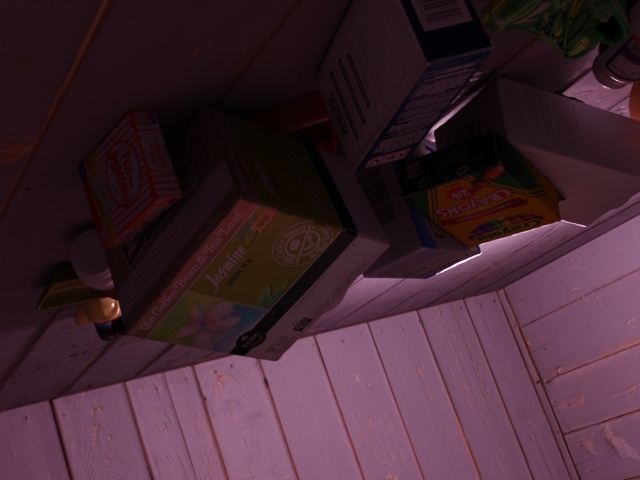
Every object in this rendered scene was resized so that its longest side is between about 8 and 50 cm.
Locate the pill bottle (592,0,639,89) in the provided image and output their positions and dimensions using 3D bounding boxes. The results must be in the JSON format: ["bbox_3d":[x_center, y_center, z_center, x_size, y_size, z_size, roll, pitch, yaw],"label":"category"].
[{"bbox_3d":[0.567,-0.350,1.725,0.108,0.108,0.193,-16,166,-15],"label":"pill bottle"}]

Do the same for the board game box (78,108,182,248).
[{"bbox_3d":[-0.295,-0.091,1.469,0.045,0.147,0.193,-7,161,-42],"label":"board game box"}]

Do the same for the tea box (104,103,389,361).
[{"bbox_3d":[-0.129,0.002,1.583,0.323,0.220,0.329,16,127,-39],"label":"tea box"}]

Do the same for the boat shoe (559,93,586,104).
[{"bbox_3d":[0.458,-0.208,2.120,0.095,0.112,0.335,-5,157,-31],"label":"boat shoe"}]

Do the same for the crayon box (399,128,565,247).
[{"bbox_3d":[0.317,-0.080,1.812,0.202,0.081,0.318,-19,149,32],"label":"crayon box"}]

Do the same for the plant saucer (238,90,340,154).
[{"bbox_3d":[-0.079,-0.165,1.687,0.259,0.048,0.258,-18,166,-2],"label":"plant saucer"}]

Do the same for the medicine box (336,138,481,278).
[{"bbox_3d":[0.168,-0.070,1.932,0.149,0.263,0.289,-26,165,28],"label":"medicine box"}]

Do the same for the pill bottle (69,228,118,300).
[{"bbox_3d":[-0.412,0.045,1.886,0.121,0.121,0.216,-20,167,1],"label":"pill bottle"}]

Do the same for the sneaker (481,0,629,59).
[{"bbox_3d":[0.372,-0.342,1.457,0.295,0.123,0.109,-10,164,-32],"label":"sneaker"}]

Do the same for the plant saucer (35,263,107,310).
[{"bbox_3d":[-0.511,0.087,2.074,0.188,0.045,0.188,-10,163,-32],"label":"plant saucer"}]

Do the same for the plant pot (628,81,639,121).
[{"bbox_3d":[0.773,-0.286,1.954,0.291,0.291,0.203,-15,-178,-17],"label":"plant pot"}]

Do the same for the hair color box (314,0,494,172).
[{"bbox_3d":[0.105,-0.248,1.352,0.105,0.174,0.347,-16,166,-19],"label":"hair color box"}]

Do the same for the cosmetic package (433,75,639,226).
[{"bbox_3d":[0.449,-0.168,1.914,0.385,0.156,0.217,11,150,-28],"label":"cosmetic package"}]

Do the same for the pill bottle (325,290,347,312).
[{"bbox_3d":[0.000,0.000,1.940,0.181,0.181,0.323,-26,-161,27],"label":"pill bottle"}]

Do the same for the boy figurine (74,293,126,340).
[{"bbox_3d":[-0.505,0.170,2.312,0.177,0.092,0.285,-14,168,-11],"label":"boy figurine"}]
